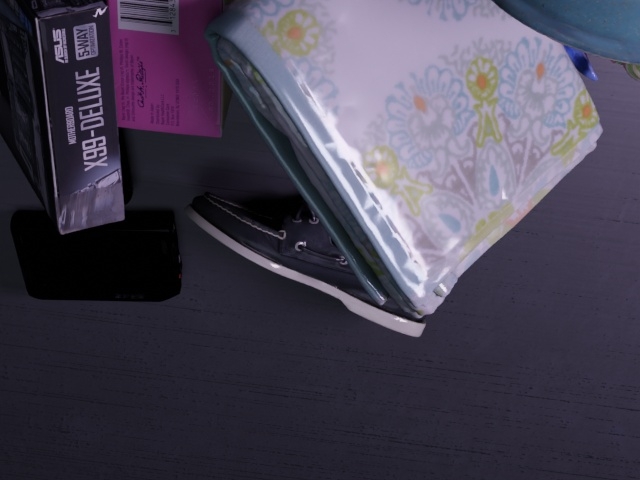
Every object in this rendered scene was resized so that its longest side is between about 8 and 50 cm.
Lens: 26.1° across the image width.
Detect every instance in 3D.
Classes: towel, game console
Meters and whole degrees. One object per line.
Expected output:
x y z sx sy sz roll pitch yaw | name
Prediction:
0.098 -0.152 1.389 0.090 0.320 0.374 8 136 58 | towel
-0.300 -0.063 1.747 0.213 0.044 0.361 0 130 7 | game console

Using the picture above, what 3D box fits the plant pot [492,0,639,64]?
0.300 -0.383 1.159 0.341 0.341 0.334 12 144 -3 | plant pot

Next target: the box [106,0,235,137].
-0.139 -0.266 1.421 0.117 0.243 0.214 7 131 2 | box

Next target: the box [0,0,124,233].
-0.296 -0.188 1.458 0.076 0.307 0.242 -14 127 -22 | box

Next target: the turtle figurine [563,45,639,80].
0.367 -0.261 1.397 0.266 0.198 0.275 -3 134 5 | turtle figurine

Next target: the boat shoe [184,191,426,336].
0.001 0.001 1.724 0.340 0.127 0.113 27 99 -6 | boat shoe
